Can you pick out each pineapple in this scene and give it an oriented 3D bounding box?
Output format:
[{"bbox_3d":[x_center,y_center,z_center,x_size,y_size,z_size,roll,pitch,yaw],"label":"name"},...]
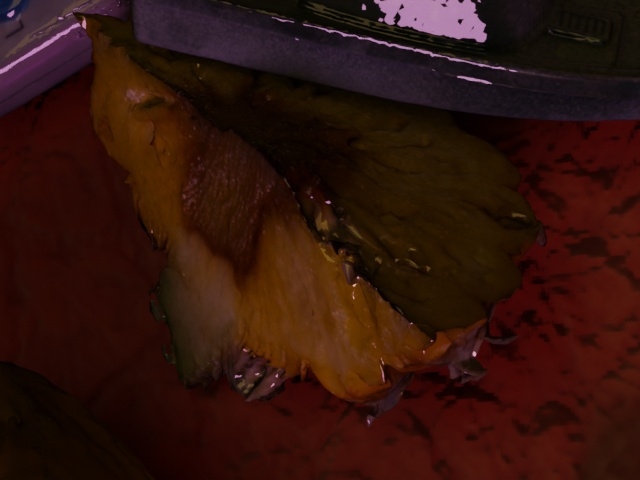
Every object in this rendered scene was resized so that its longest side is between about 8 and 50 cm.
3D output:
[{"bbox_3d":[0.004,0.003,0.828,0.250,0.139,0.164,35,133,36],"label":"pineapple"}]

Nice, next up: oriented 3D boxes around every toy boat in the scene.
[{"bbox_3d":[0.063,-0.121,0.800,0.319,0.092,0.141,13,46,4],"label":"toy boat"}]

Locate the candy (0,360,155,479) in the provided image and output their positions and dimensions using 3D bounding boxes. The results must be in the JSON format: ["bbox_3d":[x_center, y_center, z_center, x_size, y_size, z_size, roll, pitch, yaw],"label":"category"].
[{"bbox_3d":[-0.182,0.170,0.779,0.260,0.118,0.260,-33,31,22],"label":"candy"}]

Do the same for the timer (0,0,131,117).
[{"bbox_3d":[-0.164,-0.167,0.923,0.208,0.069,0.191,-30,71,12],"label":"timer"}]
